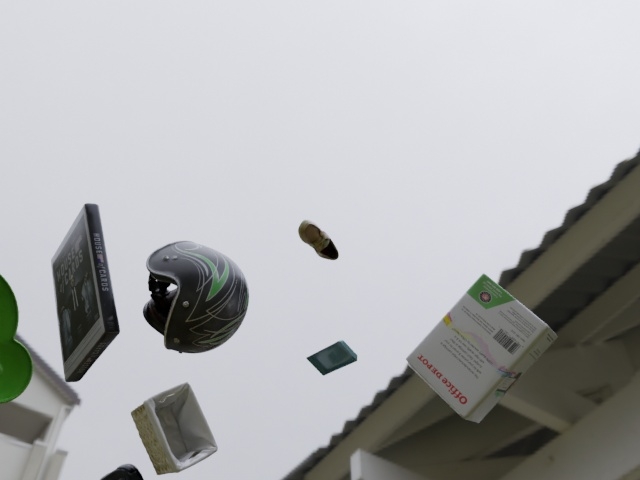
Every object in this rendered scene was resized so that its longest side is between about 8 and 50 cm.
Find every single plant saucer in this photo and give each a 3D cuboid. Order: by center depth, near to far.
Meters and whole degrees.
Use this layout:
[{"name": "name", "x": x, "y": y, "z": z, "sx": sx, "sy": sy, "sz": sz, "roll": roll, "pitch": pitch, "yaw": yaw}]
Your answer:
[{"name": "plant saucer", "x": 0.029, "y": 0.293, "z": 1.857, "sx": 0.067, "sy": 0.018, "sz": 0.192, "roll": 46, "pitch": -32, "yaw": -3}]

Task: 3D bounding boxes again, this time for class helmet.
[{"name": "helmet", "x": -0.192, "y": 0.093, "z": 1.153, "sx": 0.169, "sy": 0.161, "sz": 0.169, "roll": -35, "pitch": -31, "yaw": -26}]

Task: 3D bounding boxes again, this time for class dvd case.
[{"name": "dvd case", "x": -0.390, "y": 0.085, "z": 1.213, "sx": 0.030, "sy": 0.238, "sz": 0.179, "roll": 6, "pitch": -37, "yaw": -38}]

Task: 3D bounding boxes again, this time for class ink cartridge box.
[{"name": "ink cartridge box", "x": 0.369, "y": 0.250, "z": 1.710, "sx": 0.278, "sy": 0.201, "sz": 0.117, "roll": -49, "pitch": -33, "yaw": 3}]

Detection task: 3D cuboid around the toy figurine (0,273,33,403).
[{"name": "toy figurine", "x": -0.415, "y": 0.108, "z": 0.833, "sx": 0.159, "sy": 0.130, "sz": 0.173, "roll": -13, "pitch": -63, "yaw": 50}]

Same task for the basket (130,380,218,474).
[{"name": "basket", "x": -0.316, "y": 0.405, "z": 1.586, "sx": 0.103, "sy": 0.113, "sz": 0.167, "roll": -31, "pitch": -99, "yaw": 45}]

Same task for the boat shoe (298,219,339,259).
[{"name": "boat shoe", "x": 0.000, "y": 0.000, "z": 1.573, "sx": 0.050, "sy": 0.045, "sz": 0.135, "roll": -59, "pitch": -38, "yaw": -10}]

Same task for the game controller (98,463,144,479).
[{"name": "game controller", "x": -0.469, "y": 0.613, "z": 1.622, "sx": 0.319, "sy": 0.067, "sz": 0.166, "roll": -38, "pitch": -100, "yaw": 32}]
